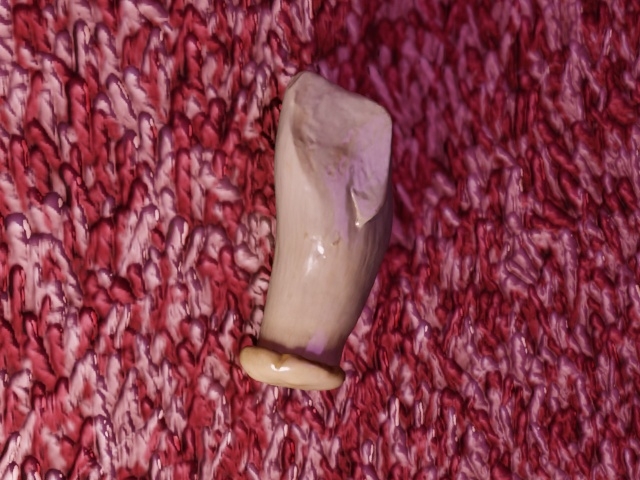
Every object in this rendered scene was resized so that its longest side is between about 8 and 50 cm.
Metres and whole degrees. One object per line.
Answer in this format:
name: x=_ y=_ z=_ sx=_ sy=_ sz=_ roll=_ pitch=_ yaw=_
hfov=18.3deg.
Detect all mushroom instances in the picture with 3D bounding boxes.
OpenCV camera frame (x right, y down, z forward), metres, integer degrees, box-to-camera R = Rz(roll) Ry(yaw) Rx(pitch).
mushroom: x=0.005 y=-0.004 z=1.535 sx=0.108 sy=0.096 sz=0.247 roll=0 pitch=101 yaw=-65
